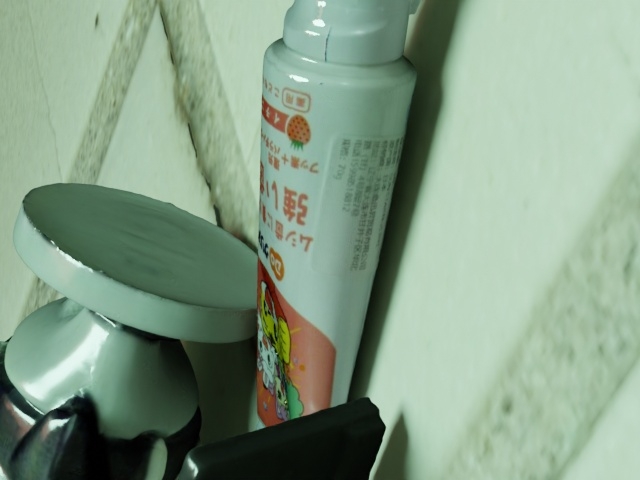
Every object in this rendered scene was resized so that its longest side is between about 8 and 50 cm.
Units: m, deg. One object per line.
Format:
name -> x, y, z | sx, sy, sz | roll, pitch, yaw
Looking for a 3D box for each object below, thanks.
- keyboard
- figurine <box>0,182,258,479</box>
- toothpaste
keyboard -> -0.050, 0.197, 0.643 | 0.018, 0.101, 0.309 | 37, 122, 35
figurine -> -0.116, 0.099, 0.769 | 0.176, 0.133, 0.236 | -73, 5, -74
toothpaste -> 0.000, 0.000, 0.649 | 0.089, 0.057, 0.234 | -123, 36, -60
